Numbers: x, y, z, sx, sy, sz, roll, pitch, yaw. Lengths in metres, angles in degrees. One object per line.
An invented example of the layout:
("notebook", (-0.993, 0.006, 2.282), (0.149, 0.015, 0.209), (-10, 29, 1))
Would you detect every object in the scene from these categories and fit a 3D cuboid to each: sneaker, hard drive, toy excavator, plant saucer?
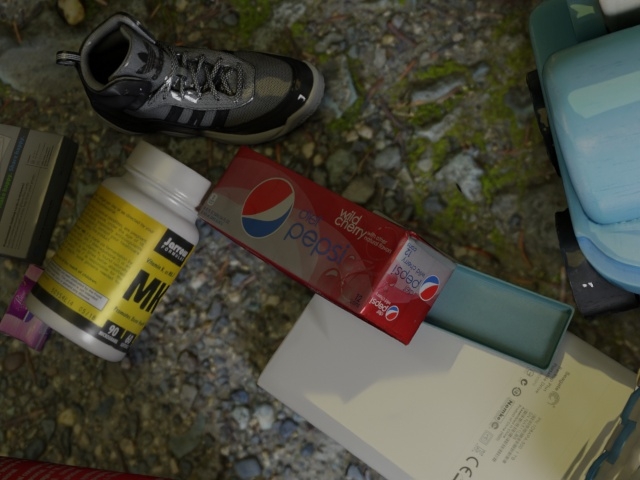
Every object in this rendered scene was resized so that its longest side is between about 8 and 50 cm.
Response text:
("sneaker", (-0.140, -0.167, 1.457), (0.269, 0.153, 0.101), (1, 76, 19))
("hard drive", (0.121, 0.138, 1.342), (0.319, 0.040, 0.210), (33, 87, 24))
("toy excavator", (0.258, -0.184, 1.164), (0.222, 0.445, 0.432), (-14, 71, 14))
("plant saucer", (0.139, 0.061, 1.325), (0.192, 0.018, 0.067), (21, 82, 24))

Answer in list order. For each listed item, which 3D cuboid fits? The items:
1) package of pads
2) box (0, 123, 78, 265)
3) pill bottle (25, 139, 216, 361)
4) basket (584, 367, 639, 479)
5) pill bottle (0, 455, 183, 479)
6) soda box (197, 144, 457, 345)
("package of pads", (-0.307, 0.072, 1.514), (0.050, 0.032, 0.083), (23, 84, 22))
("box", (-0.376, -0.060, 1.573), (0.186, 0.038, 0.145), (12, 79, 23))
("pill bottle", (-0.199, 0.009, 1.447), (0.119, 0.119, 0.208), (31, 87, 24))
("basket", (0.363, 0.224, 1.129), (0.289, 0.201, 0.254), (27, 85, 55))
("pill bottle", (-0.252, 0.323, 1.318), (0.408, 0.229, 0.229), (4, 77, 20))
("soda box", (0.000, 0.000, 1.353), (0.263, 0.083, 0.092), (29, 85, 45))
